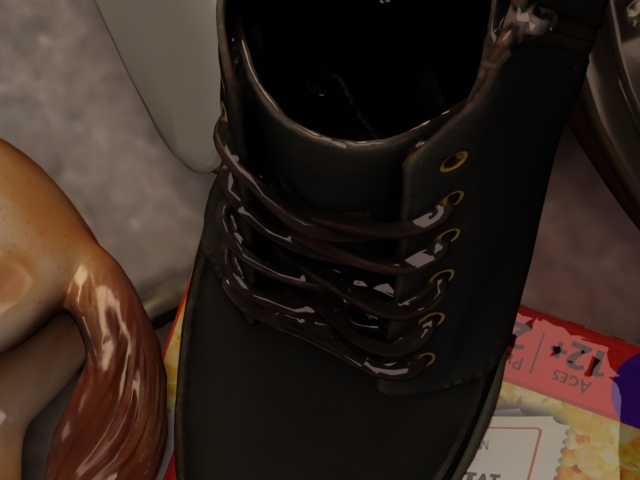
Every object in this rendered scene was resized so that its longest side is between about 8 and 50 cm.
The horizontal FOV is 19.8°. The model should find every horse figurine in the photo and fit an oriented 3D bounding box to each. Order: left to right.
[{"bbox_3d":[-0.138,0.012,0.494,0.263,0.066,0.174,26,86,17],"label":"horse figurine"}]

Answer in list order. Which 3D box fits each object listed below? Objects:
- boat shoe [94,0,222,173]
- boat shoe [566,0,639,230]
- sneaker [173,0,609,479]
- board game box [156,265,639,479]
[{"bbox_3d":[-0.040,-0.123,0.504,0.070,0.078,0.219,-16,78,-31],"label":"boat shoe"},{"bbox_3d":[0.079,-0.100,0.473,0.110,0.104,0.307,-29,94,-7],"label":"boat shoe"},{"bbox_3d":[0.000,0.000,0.387,0.083,0.118,0.222,21,111,12],"label":"sneaker"},{"bbox_3d":[0.011,0.105,0.487,0.146,0.045,0.194,18,87,7],"label":"board game box"}]
